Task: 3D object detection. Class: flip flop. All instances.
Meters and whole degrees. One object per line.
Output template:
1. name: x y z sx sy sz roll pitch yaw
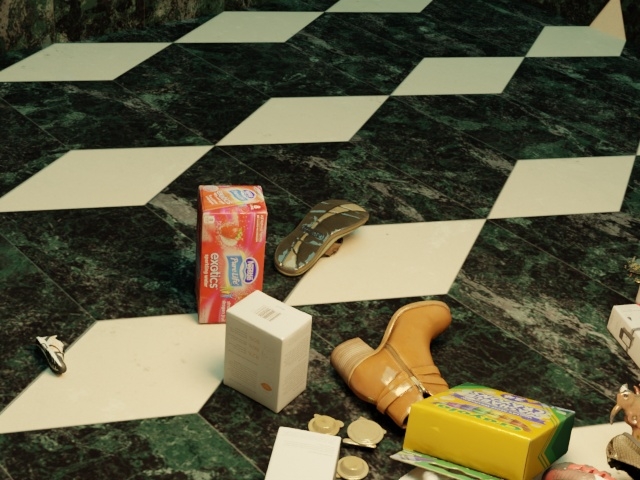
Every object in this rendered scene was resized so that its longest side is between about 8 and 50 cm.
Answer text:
1. flip flop: 0.000 0.000 2.305 0.112 0.080 0.277 29 52 24

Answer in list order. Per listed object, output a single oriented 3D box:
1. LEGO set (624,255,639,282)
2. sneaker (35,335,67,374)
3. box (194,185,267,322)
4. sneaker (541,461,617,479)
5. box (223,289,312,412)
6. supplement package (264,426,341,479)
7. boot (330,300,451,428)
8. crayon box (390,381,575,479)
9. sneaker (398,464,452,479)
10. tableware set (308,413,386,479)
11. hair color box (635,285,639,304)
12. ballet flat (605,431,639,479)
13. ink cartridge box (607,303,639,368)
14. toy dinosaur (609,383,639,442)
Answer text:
1. LEGO set: 0.726 0.073 2.370 0.054 0.023 0.083 17 46 21
2. sneaker: -0.488 0.207 1.896 0.043 0.040 0.109 -13 36 -32
3. box: -0.180 0.028 2.039 0.128 0.257 0.123 -1 30 -12
4. sneaker: 0.456 0.449 1.617 0.276 0.098 0.135 30 36 31
5. box: -0.097 0.199 1.855 0.130 0.171 0.091 24 37 27
6. supplement package: -0.035 0.395 1.609 0.105 0.105 0.179 9 30 4
7. boot: 0.186 0.229 1.916 0.283 0.109 0.220 -18 37 -31
8. crayon box: 0.273 0.314 1.680 0.203 0.083 0.323 13 7 27
9. sneaker: 0.143 0.462 1.546 0.169 0.108 0.292 31 47 30
10. tableware set: 0.028 0.353 1.773 0.141 0.020 0.169 14 33 16
11. hair color box: 0.781 0.024 2.112 0.113 0.375 0.185 -2 32 -14
12. ballet flat: 0.534 0.388 1.641 0.058 0.084 0.250 -25 27 -10
13. ink cartridge box: 0.677 0.197 2.108 0.109 0.063 0.150 -3 32 -16
14. toy dinosaur: 0.620 0.387 1.742 0.200 0.127 0.296 -8 46 -10
